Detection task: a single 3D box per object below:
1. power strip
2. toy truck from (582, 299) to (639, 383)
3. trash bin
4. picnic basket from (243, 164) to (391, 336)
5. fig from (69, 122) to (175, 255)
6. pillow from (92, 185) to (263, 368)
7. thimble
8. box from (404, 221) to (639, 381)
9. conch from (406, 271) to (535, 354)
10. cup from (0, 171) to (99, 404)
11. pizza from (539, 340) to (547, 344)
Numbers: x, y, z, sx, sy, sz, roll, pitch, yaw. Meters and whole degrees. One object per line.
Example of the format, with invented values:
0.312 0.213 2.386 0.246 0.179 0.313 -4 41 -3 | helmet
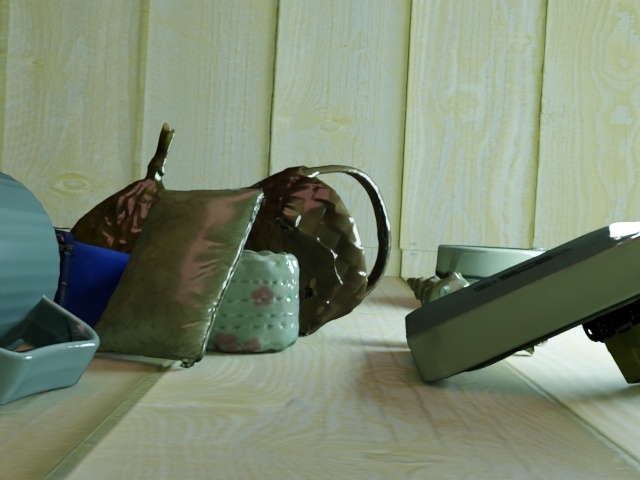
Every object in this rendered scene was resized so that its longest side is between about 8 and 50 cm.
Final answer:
0.426 0.092 2.297 0.357 0.162 0.357 3 2 0 | power strip
0.499 0.132 1.416 0.257 0.127 0.127 1 -29 -48 | toy truck
-0.340 0.074 1.467 0.234 0.163 0.184 12 -9 -42 | trash bin
0.000 0.000 1.803 0.337 0.293 0.337 -12 15 3 | picnic basket
-0.321 -0.034 1.818 0.286 0.369 0.286 9 -7 1 | fig
-0.201 0.041 1.359 0.184 0.303 0.075 1 -39 22 | pillow
-0.133 0.087 1.498 0.185 0.149 0.211 0 3 -36 | thimble
0.295 0.082 1.381 0.373 0.091 0.367 -25 -2 5 | box
0.243 0.133 1.665 0.234 0.114 0.137 39 17 5 | conch
-0.420 0.027 1.041 0.331 0.257 0.311 2 0 11 | cup
0.319 0.162 1.741 0.160 0.036 0.099 4 2 24 | pizza
